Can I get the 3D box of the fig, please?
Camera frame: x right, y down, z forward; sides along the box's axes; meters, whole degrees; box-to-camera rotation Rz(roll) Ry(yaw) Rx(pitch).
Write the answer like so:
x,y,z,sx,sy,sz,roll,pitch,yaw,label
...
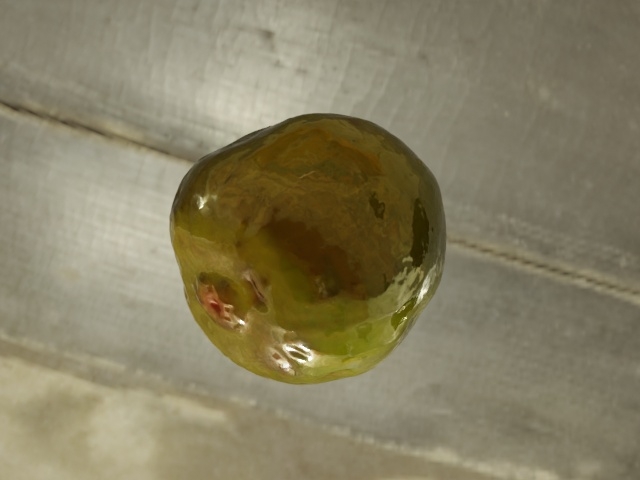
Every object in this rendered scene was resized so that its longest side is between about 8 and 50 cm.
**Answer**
x,y,z,sx,sy,sz,roll,pitch,yaw,label
0.000,-0.004,1.636,0.343,0.343,0.343,3,128,4,fig
